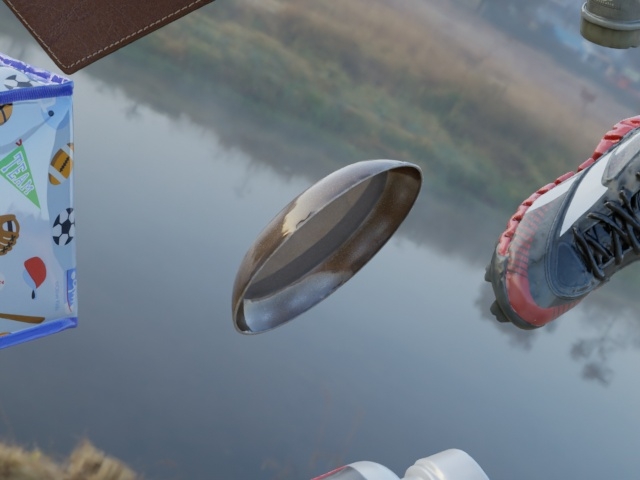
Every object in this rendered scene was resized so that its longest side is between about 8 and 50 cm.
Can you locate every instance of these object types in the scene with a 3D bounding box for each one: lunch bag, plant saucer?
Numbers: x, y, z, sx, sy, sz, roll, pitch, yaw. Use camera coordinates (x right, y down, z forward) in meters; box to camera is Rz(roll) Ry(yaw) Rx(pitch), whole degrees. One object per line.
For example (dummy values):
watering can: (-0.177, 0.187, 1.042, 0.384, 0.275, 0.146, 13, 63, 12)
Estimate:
lunch bag: (-0.489, -0.027, 1.380, 0.239, 0.328, 0.385, 20, 29, 41)
plant saucer: (0.000, 0.000, 1.567, 0.050, 0.310, 0.310, 48, 18, 19)

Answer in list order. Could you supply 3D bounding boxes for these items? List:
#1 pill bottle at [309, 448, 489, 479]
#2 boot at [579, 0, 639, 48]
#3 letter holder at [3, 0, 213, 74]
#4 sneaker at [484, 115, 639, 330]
pill bottle: (0.006, 0.302, 1.088, 0.318, 0.176, 0.176, -19, 32, -19)
boot: (0.243, -0.249, 0.820, 0.076, 0.208, 0.189, 21, 40, 30)
letter holder: (-0.127, -0.301, 0.926, 0.214, 0.302, 0.152, 51, 26, -37)
sneaker: (0.257, -0.024, 1.063, 0.098, 0.276, 0.135, 57, -26, -13)
